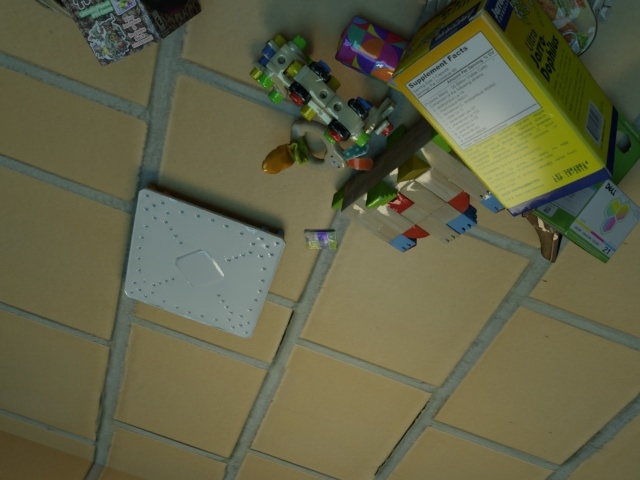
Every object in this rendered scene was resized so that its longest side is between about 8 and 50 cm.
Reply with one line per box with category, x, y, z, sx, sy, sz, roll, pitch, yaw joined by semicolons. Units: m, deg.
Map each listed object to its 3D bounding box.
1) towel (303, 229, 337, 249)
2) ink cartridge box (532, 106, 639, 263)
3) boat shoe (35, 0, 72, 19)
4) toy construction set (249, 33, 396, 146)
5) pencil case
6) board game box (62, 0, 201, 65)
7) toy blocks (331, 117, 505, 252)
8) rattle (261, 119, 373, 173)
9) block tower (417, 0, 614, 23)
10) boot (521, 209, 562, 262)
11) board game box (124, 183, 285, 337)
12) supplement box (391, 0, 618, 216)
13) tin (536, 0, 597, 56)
towel;0.000;0.000;1.480;0.083;0.009;0.060;0;124;11
ink cartridge box;0.580;-0.107;1.150;0.188;0.097;0.255;24;106;-37
boat shoe;-0.545;-0.524;1.174;0.302;0.109;0.098;30;164;-11
toy construction set;0.006;-0.289;1.165;0.327;0.215;0.151;27;93;-10
pencil case;0.148;-0.361;1.149;0.236;0.104;0.104;23;126;-8
board game box;-0.382;-0.514;1.058;0.141;0.232;0.291;-15;121;19
toy blocks;0.238;-0.100;1.278;0.260;0.191;0.381;32;135;-22
rattle;-0.003;-0.177;1.250;0.199;0.142;0.130;31;126;17
block tower;0.351;-0.450;1.046;0.335;0.097;0.091;11;126;5
boot;0.486;-0.078;1.271;0.115;0.112;0.306;2;132;27
board game box;-0.324;0.066;1.564;0.389;0.050;0.390;20;126;-4
supplement box;0.330;-0.251;0.996;0.356;0.195;0.194;43;140;-19
tin;0.406;-0.401;0.993;0.106;0.040;0.190;-24;118;29
